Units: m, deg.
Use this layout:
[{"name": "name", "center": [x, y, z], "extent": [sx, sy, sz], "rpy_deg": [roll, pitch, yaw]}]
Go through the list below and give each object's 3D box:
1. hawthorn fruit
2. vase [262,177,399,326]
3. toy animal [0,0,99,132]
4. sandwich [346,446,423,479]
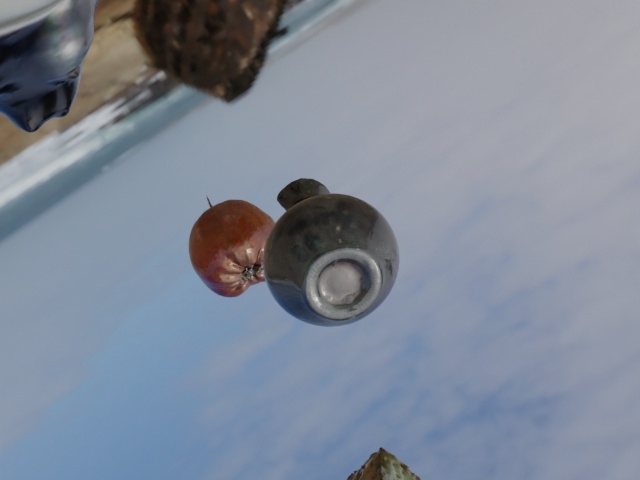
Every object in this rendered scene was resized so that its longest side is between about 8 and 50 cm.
[{"name": "hawthorn fruit", "center": [-0.117, 0.005, 1.451], "extent": [0.125, 0.140, 0.125], "rpy_deg": [-44, -179, 1]}, {"name": "vase", "center": [0.000, 0.000, 1.017], "extent": [0.120, 0.120, 0.183], "rpy_deg": [-34, -153, 3]}, {"name": "toy animal", "center": [-0.200, -0.186, 0.582], "extent": [0.212, 0.212, 0.267], "rpy_deg": [-38, 177, -22]}, {"name": "sandwich", "center": [0.125, 0.363, 1.067], "extent": [0.095, 0.273, 0.249], "rpy_deg": [-48, -170, 23]}]
